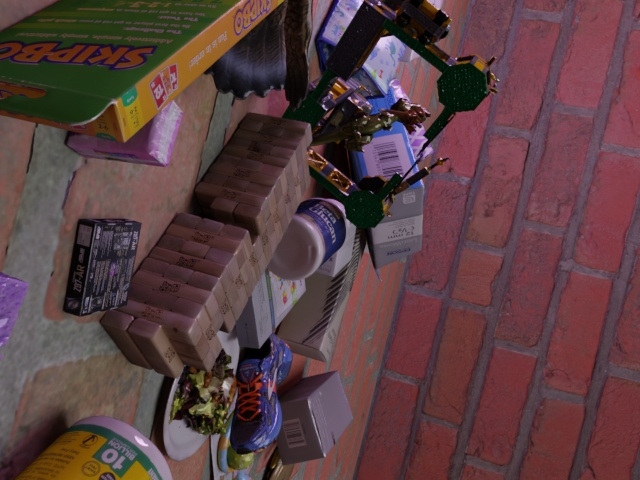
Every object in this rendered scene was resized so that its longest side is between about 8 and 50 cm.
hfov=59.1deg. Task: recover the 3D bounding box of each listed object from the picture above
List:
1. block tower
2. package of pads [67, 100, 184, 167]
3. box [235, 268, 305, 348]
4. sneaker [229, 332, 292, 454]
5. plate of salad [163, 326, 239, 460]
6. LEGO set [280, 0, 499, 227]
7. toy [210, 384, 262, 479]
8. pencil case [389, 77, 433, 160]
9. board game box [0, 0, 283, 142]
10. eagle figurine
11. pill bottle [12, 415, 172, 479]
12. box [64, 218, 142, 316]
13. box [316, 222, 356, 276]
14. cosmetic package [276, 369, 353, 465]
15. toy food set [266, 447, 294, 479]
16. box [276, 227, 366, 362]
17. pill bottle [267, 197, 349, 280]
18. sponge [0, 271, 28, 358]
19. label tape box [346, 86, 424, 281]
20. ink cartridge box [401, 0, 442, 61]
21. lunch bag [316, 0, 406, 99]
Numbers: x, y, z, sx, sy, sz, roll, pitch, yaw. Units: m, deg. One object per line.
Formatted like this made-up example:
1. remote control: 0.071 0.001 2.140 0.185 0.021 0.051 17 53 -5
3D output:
1. block tower: -0.108 -0.007 0.657 0.097 0.091 0.335 84 25 -51
2. package of pads: -0.152 -0.088 0.445 0.032 0.083 0.050 45 57 -66
3. box: -0.078 0.055 0.867 0.186 0.038 0.145 -49 138 -61
4. sneaker: -0.105 0.228 0.883 0.221 0.083 0.087 -84 154 -50
5. plate of salad: -0.149 0.202 0.770 0.200 0.048 0.199 14 90 -74
6. LEGO set: 0.093 -0.201 0.823 0.331 0.255 0.192 -61 175 34
7. toy: -0.128 0.353 0.956 0.137 0.056 0.237 -52 151 -58
8. pencil case: 0.181 -0.263 1.279 0.088 0.087 0.206 -56 122 -86
9. board game box: -0.130 -0.147 0.396 0.259 0.124 0.039 -60 158 -45
10. eagle figurine: -0.027 -0.302 0.598 0.226 0.225 0.298 24 115 -35
11. pill bottle: -0.218 0.246 0.436 0.208 0.118 0.117 -48 148 -59
12. box: -0.195 0.022 0.510 0.067 0.018 0.083 -11 113 -73
13. box: 0.000 0.000 1.013 0.102 0.101 0.087 -39 140 -63
14. cosmetic package: -0.016 0.369 1.204 0.238 0.107 0.127 -10 82 -71
15. toy food set: -0.095 0.517 1.261 0.132 0.039 0.191 -32 140 -58
16. box: 0.008 0.093 1.132 0.113 0.094 0.275 70 36 -65
17. pill bottle: -0.014 -0.011 0.836 0.169 0.094 0.094 -39 140 -64
18. sponge: -0.261 0.111 0.336 0.117 0.031 0.209 44 62 -72
19. label tape box: 0.131 -0.102 1.177 0.347 0.115 0.249 72 6 -59
20. ink cartridge box: 0.164 -0.478 1.141 0.353 0.119 0.207 -48 149 -59
21. lunch bag: 0.060 -0.330 0.962 0.151 0.096 0.128 43 58 -39
